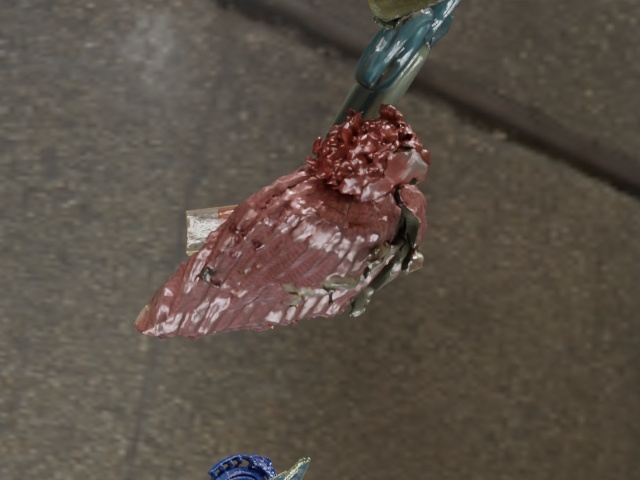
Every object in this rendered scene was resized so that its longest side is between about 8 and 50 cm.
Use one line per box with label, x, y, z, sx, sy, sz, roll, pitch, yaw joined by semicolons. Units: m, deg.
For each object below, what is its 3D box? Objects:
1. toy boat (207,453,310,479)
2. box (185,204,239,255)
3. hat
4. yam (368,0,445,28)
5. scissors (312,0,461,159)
toy boat;-0.046;0.196;1.377;0.091;0.110;0.175;47;20;-9
box;-0.091;-0.012;1.824;0.012;0.083;0.046;61;25;-64
hat;0.000;0.000;1.524;0.236;0.286;0.107;-6;57;-40
yam;0.082;-0.161;1.166;0.027;0.129;0.033;-35;106;-38
scissors;0.045;-0.119;1.552;0.041;0.289;0.138;41;51;8
